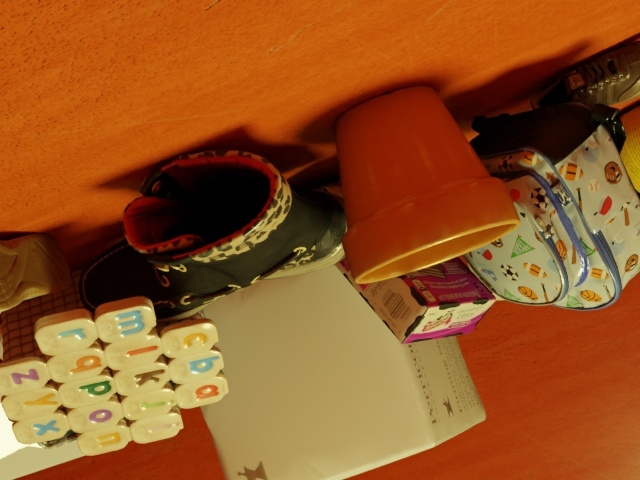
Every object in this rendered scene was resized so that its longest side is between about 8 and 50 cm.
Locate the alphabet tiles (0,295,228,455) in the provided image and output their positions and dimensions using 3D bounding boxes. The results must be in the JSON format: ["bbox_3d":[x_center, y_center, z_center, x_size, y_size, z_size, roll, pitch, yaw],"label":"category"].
[{"bbox_3d":[-0.260,0.176,1.423,0.278,0.021,0.284,-12,138,-7],"label":"alphabet tiles"}]

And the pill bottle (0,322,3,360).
[{"bbox_3d":[-0.426,0.135,1.744,0.152,0.086,0.086,-22,170,16],"label":"pill bottle"}]

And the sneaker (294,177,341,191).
[{"bbox_3d":[0.025,-0.067,1.621,0.235,0.084,0.097,-6,134,-52],"label":"sneaker"}]

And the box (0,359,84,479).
[{"bbox_3d":[-0.569,0.278,1.781,0.345,0.168,0.215,-13,-160,-36],"label":"box"}]

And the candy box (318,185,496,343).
[{"bbox_3d":[0.102,0.026,1.505,0.159,0.233,0.071,-3,134,-49],"label":"candy box"}]

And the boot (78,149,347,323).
[{"bbox_3d":[-0.164,0.002,1.367,0.378,0.138,0.284,-13,168,12],"label":"boot"}]

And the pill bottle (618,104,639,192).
[{"bbox_3d":[0.575,-0.173,1.866,0.136,0.136,0.246,-13,168,-38],"label":"pill bottle"}]

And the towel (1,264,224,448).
[{"bbox_3d":[-0.293,0.149,1.573,0.284,0.235,0.121,-20,133,-3],"label":"towel"}]

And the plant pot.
[{"bbox_3d":[0.106,-0.071,1.327,0.205,0.187,0.205,-19,171,-3],"label":"plant pot"}]

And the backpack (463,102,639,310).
[{"bbox_3d":[0.302,-0.029,1.473,0.213,0.263,0.276,-47,-161,-15],"label":"backpack"}]

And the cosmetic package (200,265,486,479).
[{"bbox_3d":[0.028,0.201,1.797,0.328,0.329,0.394,-22,171,17],"label":"cosmetic package"}]

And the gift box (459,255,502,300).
[{"bbox_3d":[0.349,-0.043,1.850,0.276,0.255,0.258,-26,162,38],"label":"gift box"}]

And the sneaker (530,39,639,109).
[{"bbox_3d":[0.356,-0.202,1.467,0.071,0.066,0.188,-5,162,-39],"label":"sneaker"}]

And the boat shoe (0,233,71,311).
[{"bbox_3d":[-0.388,0.047,1.272,0.096,0.098,0.277,-23,171,16],"label":"boat shoe"}]
